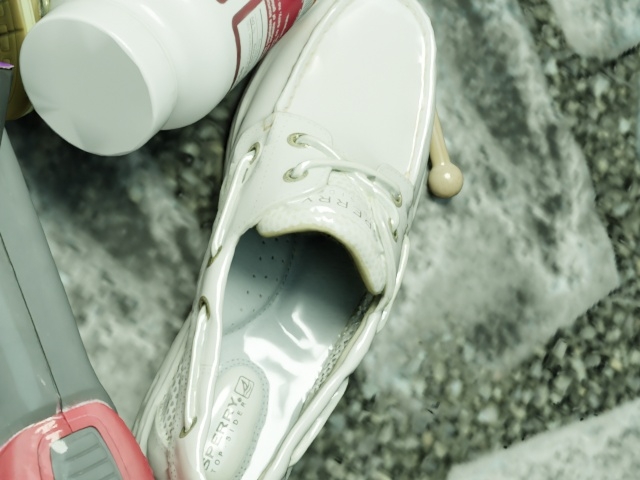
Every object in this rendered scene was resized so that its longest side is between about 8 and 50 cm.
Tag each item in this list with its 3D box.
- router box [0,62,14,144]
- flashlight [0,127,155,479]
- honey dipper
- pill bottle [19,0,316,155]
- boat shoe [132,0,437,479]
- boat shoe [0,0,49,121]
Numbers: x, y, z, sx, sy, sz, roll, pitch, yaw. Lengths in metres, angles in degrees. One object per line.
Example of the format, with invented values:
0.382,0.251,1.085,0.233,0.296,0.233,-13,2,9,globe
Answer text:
-0.196,0.010,0.617,0.133,0.046,0.179,12,95,4,router box
-0.142,0.028,0.689,0.103,0.103,0.304,-21,89,6,flashlight
0.044,-0.099,0.840,0.030,0.030,0.161,-18,96,-28,honey dipper
-0.061,-0.102,0.725,0.086,0.086,0.152,51,42,-12,pill bottle
0.000,0.000,0.753,0.098,0.096,0.277,21,75,-13,boat shoe
-0.147,-0.127,0.731,0.048,0.056,0.153,-19,86,-58,boat shoe
